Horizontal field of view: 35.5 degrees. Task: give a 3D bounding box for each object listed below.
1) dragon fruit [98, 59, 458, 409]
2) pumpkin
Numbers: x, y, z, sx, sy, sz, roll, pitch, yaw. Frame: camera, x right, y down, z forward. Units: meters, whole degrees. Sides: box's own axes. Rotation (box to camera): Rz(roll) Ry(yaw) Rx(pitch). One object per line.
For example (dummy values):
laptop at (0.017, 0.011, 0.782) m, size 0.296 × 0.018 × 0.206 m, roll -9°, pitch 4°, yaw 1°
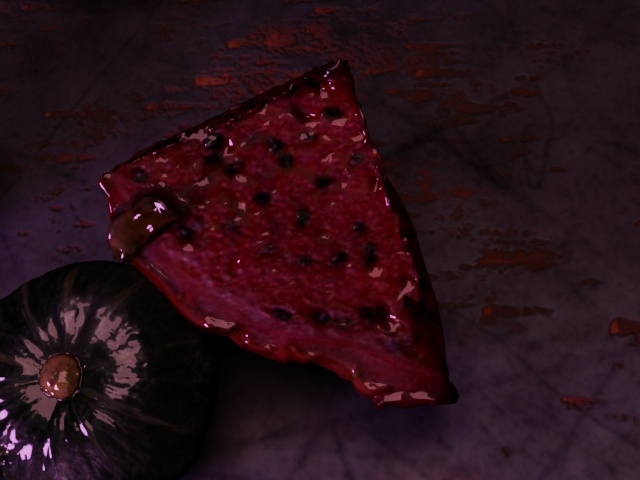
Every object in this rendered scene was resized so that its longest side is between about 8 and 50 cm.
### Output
dragon fruit at (0.000, 0.000, 0.798) m, size 0.302 × 0.240 × 0.330 m, roll -28°, pitch 78°, yaw -27°
pumpkin at (-0.188, 0.119, 0.821) m, size 0.211 × 0.152 × 0.212 m, roll 0°, pitch 74°, yaw 0°
